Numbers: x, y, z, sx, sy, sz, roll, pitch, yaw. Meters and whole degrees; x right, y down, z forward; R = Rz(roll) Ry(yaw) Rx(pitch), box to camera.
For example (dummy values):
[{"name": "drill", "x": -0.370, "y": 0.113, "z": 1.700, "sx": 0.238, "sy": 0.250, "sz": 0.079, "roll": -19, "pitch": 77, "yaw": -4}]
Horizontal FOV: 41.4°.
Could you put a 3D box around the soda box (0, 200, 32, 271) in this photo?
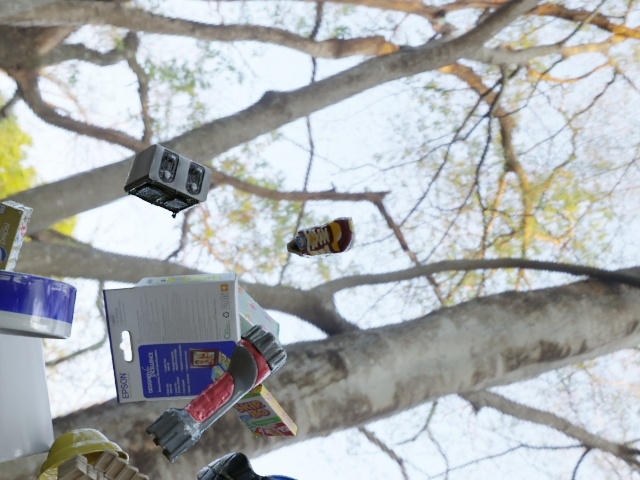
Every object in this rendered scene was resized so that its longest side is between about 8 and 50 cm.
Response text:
[{"name": "soda box", "x": -0.732, "y": 0.003, "z": 1.971, "sx": 0.058, "sy": 0.061, "sz": 0.181, "roll": 21, "pitch": -82, "yaw": -1}]

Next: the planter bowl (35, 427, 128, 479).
[{"name": "planter bowl", "x": -0.576, "y": 0.510, "z": 2.022, "sx": 0.217, "sy": 0.217, "sz": 0.090, "roll": -55, "pitch": -132, "yaw": 44}]

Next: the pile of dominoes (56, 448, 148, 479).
[{"name": "pile of dominoes", "x": -0.432, "y": 0.528, "z": 1.763, "sx": 0.196, "sy": 0.040, "sz": 0.251, "roll": -33, "pitch": -56, "yaw": 12}]

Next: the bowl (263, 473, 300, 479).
[{"name": "bowl", "x": -0.105, "y": 0.832, "z": 2.285, "sx": 0.077, "sy": 0.391, "sz": 0.391, "roll": -44, "pitch": -105, "yaw": 40}]

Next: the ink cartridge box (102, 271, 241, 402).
[{"name": "ink cartridge box", "x": -0.343, "y": 0.233, "z": 2.023, "sx": 0.072, "sy": 0.307, "sz": 0.303, "roll": -96, "pitch": -176, "yaw": -70}]

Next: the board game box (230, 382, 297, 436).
[{"name": "board game box", "x": -0.168, "y": 0.452, "z": 2.264, "sx": 0.124, "sy": 0.039, "sz": 0.259, "roll": -7, "pitch": -44, "yaw": 22}]

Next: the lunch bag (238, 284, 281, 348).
[{"name": "lunch bag", "x": -0.269, "y": 0.262, "z": 2.242, "sx": 0.262, "sy": 0.160, "sz": 0.223, "roll": -34, "pitch": -61, "yaw": 14}]

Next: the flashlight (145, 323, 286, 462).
[{"name": "flashlight", "x": -0.207, "y": 0.296, "z": 1.678, "sx": 0.103, "sy": 0.304, "sz": 0.103, "roll": 47, "pitch": -23, "yaw": 11}]

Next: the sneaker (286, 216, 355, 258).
[{"name": "sneaker", "x": 0.000, "y": 0.000, "z": 1.648, "sx": 0.185, "sy": 0.084, "sz": 0.069, "roll": -33, "pitch": -117, "yaw": 60}]

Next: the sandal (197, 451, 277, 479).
[{"name": "sandal", "x": -0.170, "y": 0.546, "z": 1.832, "sx": 0.303, "sy": 0.120, "sz": 0.086, "roll": 15, "pitch": -57, "yaw": 54}]

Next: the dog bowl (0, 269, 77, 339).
[{"name": "dog bowl", "x": -0.612, "y": 0.124, "z": 1.643, "sx": 0.265, "sy": 0.265, "sz": 0.104, "roll": -6, "pitch": -106, "yaw": 47}]

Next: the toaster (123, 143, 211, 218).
[{"name": "toaster", "x": -0.384, "y": -0.148, "z": 2.126, "sx": 0.186, "sy": 0.168, "sz": 0.110, "roll": -17, "pitch": -125, "yaw": 52}]

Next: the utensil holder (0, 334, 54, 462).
[{"name": "utensil holder", "x": -0.827, "y": 0.353, "z": 2.064, "sx": 0.328, "sy": 0.328, "sz": 0.385, "roll": -24, "pitch": -105, "yaw": 48}]
